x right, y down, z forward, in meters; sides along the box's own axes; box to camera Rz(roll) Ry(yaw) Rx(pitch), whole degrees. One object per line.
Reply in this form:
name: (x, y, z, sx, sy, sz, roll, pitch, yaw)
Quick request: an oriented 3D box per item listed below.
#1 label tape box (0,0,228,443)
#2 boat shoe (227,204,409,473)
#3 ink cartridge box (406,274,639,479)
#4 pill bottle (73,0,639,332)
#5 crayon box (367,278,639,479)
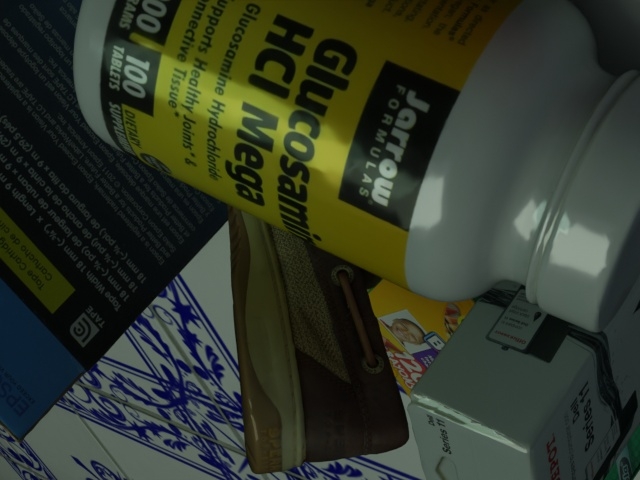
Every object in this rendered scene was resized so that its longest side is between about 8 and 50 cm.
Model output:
label tape box: (-0.205, -0.054, 0.962, 0.241, 0.334, 0.106, 52, 152, -19)
boat shoe: (0.000, 0.000, 0.880, 0.123, 0.342, 0.123, -4, 137, -2)
ink cartridge box: (0.154, 0.082, 0.828, 0.086, 0.208, 0.153, 23, 149, 31)
pill bottle: (0.039, -0.080, 0.750, 0.333, 0.188, 0.188, 25, 150, 20)
crayon box: (0.124, 0.076, 1.003, 0.165, 0.081, 0.278, 0, 132, 54)
